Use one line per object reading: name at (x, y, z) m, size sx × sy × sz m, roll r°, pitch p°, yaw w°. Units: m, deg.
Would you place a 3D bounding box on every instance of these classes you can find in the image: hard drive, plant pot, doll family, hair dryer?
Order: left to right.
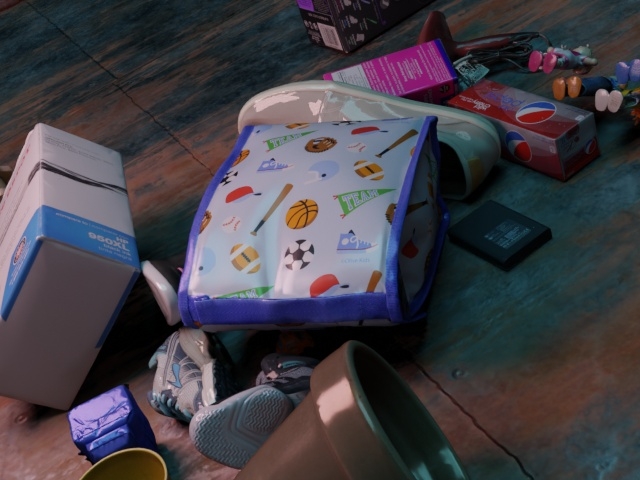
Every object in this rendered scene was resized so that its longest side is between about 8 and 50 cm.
plant pot at (-0.235, 0.343, 1.251) m, size 0.134 × 0.095 × 0.134 m, roll -16°, pitch 34°, yaw 11°
plant pot at (0.018, 0.276, 1.097) m, size 0.229 × 0.263 × 0.263 m, roll -35°, pitch 33°, yaw 11°
hair dryer at (0.288, -0.362, 1.943) m, size 0.224 × 0.080 × 0.293 m, roll -30°, pitch 49°, yaw -16°
hard drive at (0.269, -0.011, 1.511) m, size 0.094 × 0.022 × 0.135 m, roll -35°, pitch 36°, yaw -17°
doll family at (0.472, -0.251, 1.630) m, size 0.163 × 0.118 × 0.263 m, roll -13°, pitch 22°, yaw -39°

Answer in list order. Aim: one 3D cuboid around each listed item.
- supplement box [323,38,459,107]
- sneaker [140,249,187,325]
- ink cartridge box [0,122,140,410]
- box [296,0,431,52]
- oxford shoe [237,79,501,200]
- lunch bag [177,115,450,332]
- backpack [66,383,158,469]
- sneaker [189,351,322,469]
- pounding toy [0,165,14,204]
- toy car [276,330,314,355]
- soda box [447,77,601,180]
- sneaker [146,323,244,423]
supplement box at (0.128, -0.256, 1.780) m, size 0.220 × 0.111 × 0.113 m, roll -17°, pitch 53°, yaw 0°
sneaker at (-0.193, 0.051, 1.543) m, size 0.147 × 0.104 × 0.296 m, roll -25°, pitch 4°, yaw -7°
ink cartridge box at (-0.433, 0.030, 1.611) m, size 0.285 × 0.166 × 0.395 m, roll -59°, pitch 28°, yaw 21°
box at (0.099, -0.556, 2.240) m, size 0.270 × 0.143 × 0.165 m, roll -34°, pitch 35°, yaw -17°
oxford shoe at (0.069, -0.160, 1.652) m, size 0.450 × 0.169 × 0.130 m, roll 11°, pitch 52°, yaw 13°
lunch bag at (0.000, 0.000, 1.458) m, size 0.328 × 0.238 × 0.385 m, roll -4°, pitch 31°, yaw 18°
backpack at (-0.276, 0.276, 1.347) m, size 0.098 × 0.120 × 0.101 m, roll -22°, pitch 44°, yaw -3°
sneaker at (-0.065, 0.214, 1.283) m, size 0.269 × 0.101 × 0.153 m, roll -6°, pitch 12°, yaw -33°
pounding toy at (-0.697, -0.064, 1.937) m, size 0.269 × 0.155 × 0.154 m, roll -46°, pitch -15°, yaw 33°
toy car at (-0.042, 0.169, 1.427) m, size 0.060 × 0.040 × 0.122 m, roll -14°, pitch 35°, yaw 12°
soda box at (0.333, -0.189, 1.662) m, size 0.092 × 0.083 × 0.263 m, roll -35°, pitch 35°, yaw -18°
sneaker at (-0.174, 0.221, 1.400) m, size 0.122 × 0.110 × 0.283 m, roll -36°, pitch 28°, yaw 1°
